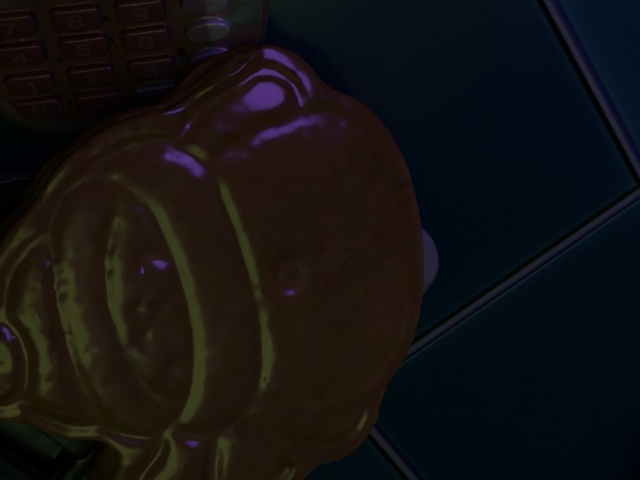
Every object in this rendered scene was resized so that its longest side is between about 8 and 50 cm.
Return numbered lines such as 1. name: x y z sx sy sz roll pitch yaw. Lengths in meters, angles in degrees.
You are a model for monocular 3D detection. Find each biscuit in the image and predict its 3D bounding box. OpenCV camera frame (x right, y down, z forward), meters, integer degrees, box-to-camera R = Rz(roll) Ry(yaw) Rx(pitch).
1. biscuit: -0.070 0.047 0.699 0.351 0.057 0.312 -31 112 -21

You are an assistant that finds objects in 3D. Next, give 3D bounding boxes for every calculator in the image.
1. calculator: -0.142 -0.179 0.641 0.220 0.048 0.329 -9 145 -7

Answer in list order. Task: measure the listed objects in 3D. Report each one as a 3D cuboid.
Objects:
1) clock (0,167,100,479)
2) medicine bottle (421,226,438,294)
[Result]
1. clock: -0.198 0.108 0.712 0.325 0.067 0.325 -5 102 -26
2. medicine bottle: 0.000 0.000 0.809 0.183 0.069 0.119 35 100 -26
